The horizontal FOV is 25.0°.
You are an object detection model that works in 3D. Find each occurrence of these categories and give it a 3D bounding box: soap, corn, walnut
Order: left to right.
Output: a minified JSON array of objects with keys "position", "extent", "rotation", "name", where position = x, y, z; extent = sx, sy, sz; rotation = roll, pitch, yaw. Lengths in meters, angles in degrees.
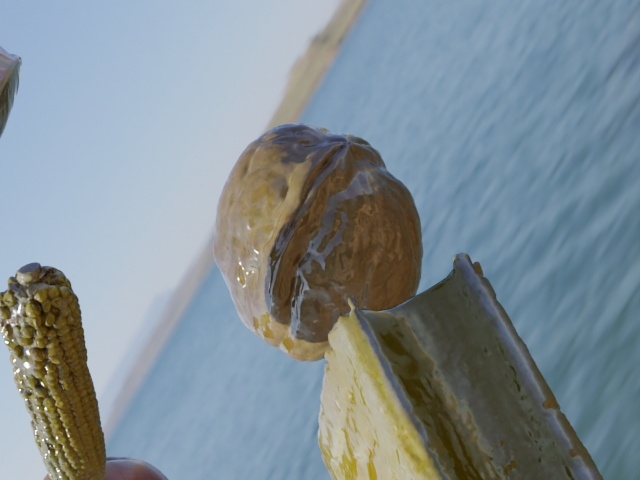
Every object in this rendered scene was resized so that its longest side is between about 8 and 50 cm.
[{"position":[-0.312,0.164,1.699],"extent":[0.097,0.097,0.319],"rotation":[-64,-28,-56],"name":"corn"},{"position":[-0.002,0.001,1.882],"extent":[0.277,0.252,0.313],"rotation":[56,144,43],"name":"walnut"},{"position":[0.131,0.229,1.188],"extent":[0.156,0.335,0.293],"rotation":[-19,-29,-18],"name":"soap"}]

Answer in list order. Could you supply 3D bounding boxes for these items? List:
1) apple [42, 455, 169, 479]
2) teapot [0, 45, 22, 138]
[{"position":[-0.296,0.426,2.103],"extent":[0.242,0.241,0.242],"rotation":[-14,3,1],"name":"apple"},{"position":[-0.399,-0.158,1.483],"extent":[0.221,0.178,0.163],"rotation":[-100,32,-76],"name":"teapot"}]
